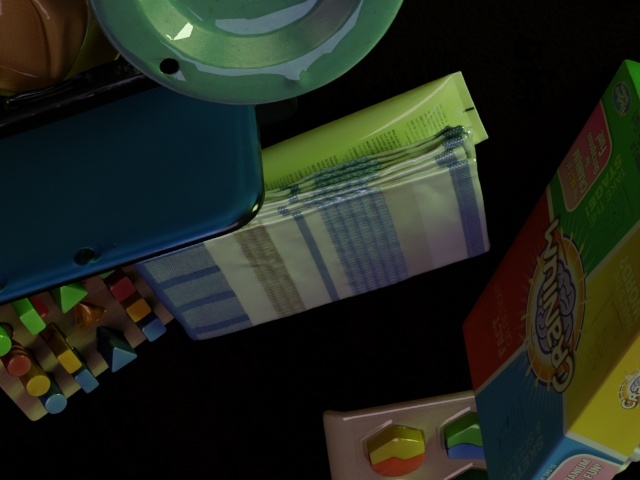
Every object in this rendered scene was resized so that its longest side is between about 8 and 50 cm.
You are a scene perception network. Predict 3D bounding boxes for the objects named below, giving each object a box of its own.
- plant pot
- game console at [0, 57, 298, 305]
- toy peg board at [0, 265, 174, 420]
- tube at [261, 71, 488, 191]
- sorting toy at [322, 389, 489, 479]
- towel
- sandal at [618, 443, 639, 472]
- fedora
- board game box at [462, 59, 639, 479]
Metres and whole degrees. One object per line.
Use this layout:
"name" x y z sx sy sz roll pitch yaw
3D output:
"plant pot" -0.052 -0.223 0.867 0.272 0.255 0.271 -5 128 -7
"game console" -0.162 -0.026 1.034 0.293 0.173 0.250 -16 166 10
"toy peg board" -0.211 0.071 1.203 0.161 0.079 0.160 -37 129 -7
"tube" 0.014 -0.065 1.163 0.240 0.070 0.062 -21 95 10
"sorting toy" 0.114 0.229 1.439 0.208 0.038 0.193 -7 132 1
"towel" 0.000 0.000 1.176 0.285 0.034 0.209 -18 154 4
"sandal" 0.338 0.076 1.291 0.416 0.102 0.169 -33 110 28
"fedora" -0.227 -0.165 1.035 0.194 0.079 0.194 -3 132 -3
"board game box" 0.221 0.051 1.158 0.064 0.242 0.316 15 128 -15
